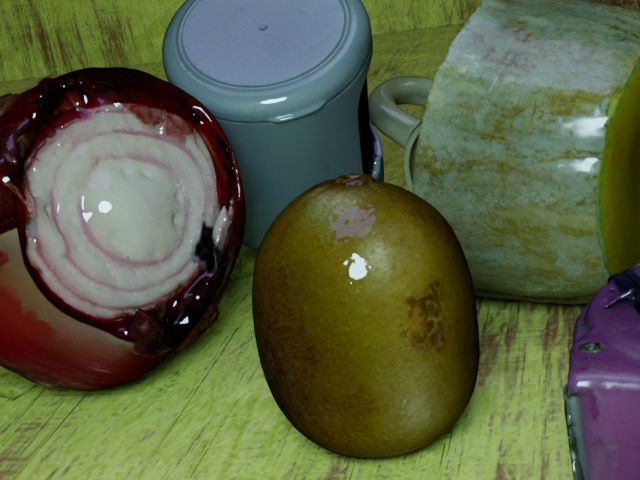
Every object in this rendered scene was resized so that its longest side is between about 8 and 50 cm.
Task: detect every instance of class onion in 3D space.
[{"bbox_3d":[-0.236,-0.007,1.190,0.341,0.341,0.341,-9,19,3],"label":"onion"}]

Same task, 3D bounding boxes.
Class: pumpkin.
[{"bbox_3d":[0.255,-0.079,1.165,0.199,0.332,0.332,19,31,29],"label":"pumpkin"}]

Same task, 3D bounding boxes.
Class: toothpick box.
[{"bbox_3d":[-0.054,-0.126,1.397,0.263,0.355,0.263,-4,53,6],"label":"toothpick box"}]

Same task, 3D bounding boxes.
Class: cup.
[{"bbox_3d":[0.192,-0.120,1.486,0.255,0.173,0.202,9,27,34],"label":"cup"}]

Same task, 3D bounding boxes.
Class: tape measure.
[{"bbox_3d":[0.299,0.096,0.842,0.231,0.149,0.245,-7,18,15],"label":"tape measure"}]

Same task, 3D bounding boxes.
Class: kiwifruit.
[{"bbox_3d":[0.036,0.059,0.955,0.196,0.234,0.196,-4,20,2],"label":"kiwifruit"}]

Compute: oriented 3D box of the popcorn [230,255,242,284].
[{"bbox_3d":[-0.133,0.031,1.400,0.083,0.068,0.059,-43,-5,-15],"label":"popcorn"}]
